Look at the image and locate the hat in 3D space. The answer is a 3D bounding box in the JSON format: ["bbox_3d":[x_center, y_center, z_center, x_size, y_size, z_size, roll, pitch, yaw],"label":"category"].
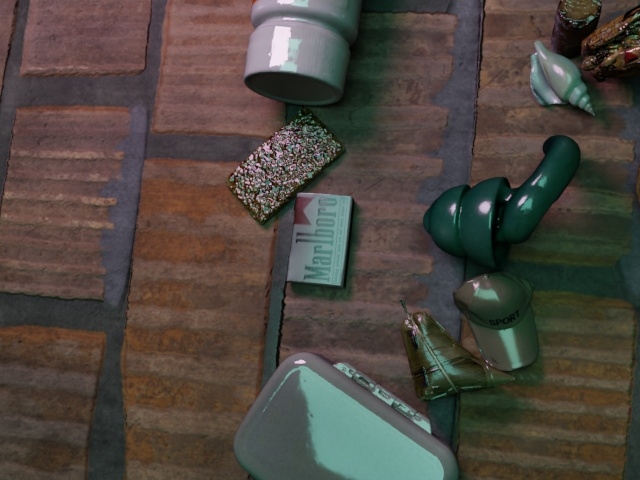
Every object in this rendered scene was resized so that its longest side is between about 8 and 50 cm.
[{"bbox_3d":[0.326,0.142,1.361,0.147,0.085,0.175,-19,77,8],"label":"hat"}]

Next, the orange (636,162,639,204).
[{"bbox_3d":[0.684,-0.156,1.268,0.271,0.210,0.368,17,83,17],"label":"orange"}]

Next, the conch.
[{"bbox_3d":[0.443,-0.291,1.421,0.065,0.088,0.180,-19,64,-35],"label":"conch"}]

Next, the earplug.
[{"bbox_3d":[0.317,-0.075,1.361,0.280,0.164,0.257,-5,74,23],"label":"earplug"}]

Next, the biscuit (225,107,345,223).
[{"bbox_3d":[-0.074,-0.149,1.528,0.231,0.025,0.131,-43,75,3],"label":"biscuit"}]

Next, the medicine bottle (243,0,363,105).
[{"bbox_3d":[-0.023,-0.462,1.469,0.211,0.211,0.371,8,83,14],"label":"medicine bottle"}]

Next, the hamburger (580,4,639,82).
[{"bbox_3d":[0.566,-0.344,1.316,0.231,0.231,0.106,-20,90,9],"label":"hamburger"}]

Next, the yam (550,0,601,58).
[{"bbox_3d":[0.458,-0.390,1.386,0.079,0.141,0.079,-2,79,11],"label":"yam"}]

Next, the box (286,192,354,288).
[{"bbox_3d":[0.000,0.000,1.482,0.115,0.036,0.177,4,83,14],"label":"box"}]

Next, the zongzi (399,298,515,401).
[{"bbox_3d":[0.240,0.181,1.374,0.178,0.081,0.188,-14,80,11],"label":"zongzi"}]

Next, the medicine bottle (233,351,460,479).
[{"bbox_3d":[0.044,0.383,1.367,0.375,0.123,0.282,33,88,15],"label":"medicine bottle"}]
